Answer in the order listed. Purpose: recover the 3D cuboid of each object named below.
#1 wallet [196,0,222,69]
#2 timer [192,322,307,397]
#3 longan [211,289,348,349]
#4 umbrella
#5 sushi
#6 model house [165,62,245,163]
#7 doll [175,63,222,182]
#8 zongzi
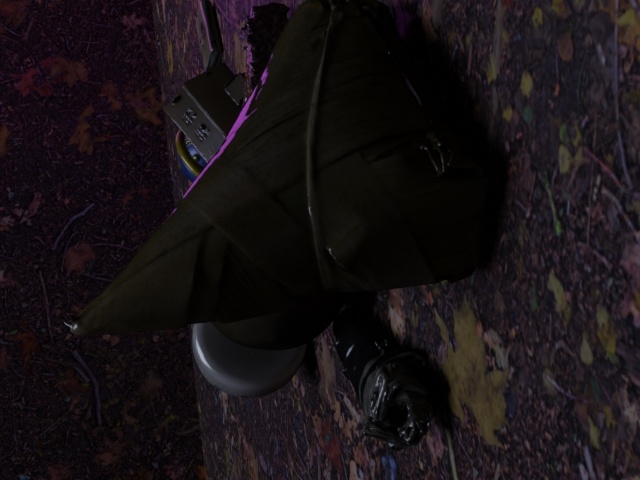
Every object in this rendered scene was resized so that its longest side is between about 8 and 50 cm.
[{"bbox_3d":[-0.289,-0.530,2.447,0.110,0.039,0.155,126,135,-63],"label":"wallet"},{"bbox_3d":[-0.138,0.185,1.863,0.240,0.233,0.234,107,152,-62],"label":"timer"},{"bbox_3d":[-0.074,0.042,1.514,0.300,0.243,0.300,-33,36,28],"label":"longan"},{"bbox_3d":[0.085,0.179,1.362,0.358,0.106,0.113,-123,39,-72],"label":"umbrella"},{"bbox_3d":[-0.093,-0.299,1.723,0.161,0.107,0.241,114,152,-58],"label":"sushi"},{"bbox_3d":[-0.142,-0.277,1.861,0.248,0.176,0.181,-47,64,16],"label":"model house"},{"bbox_3d":[-0.193,-0.189,2.065,0.242,0.159,0.311,-45,53,18],"label":"doll"},{"bbox_3d":[-0.092,-0.135,1.129,0.218,0.466,0.500,93,163,-47],"label":"zongzi"}]
